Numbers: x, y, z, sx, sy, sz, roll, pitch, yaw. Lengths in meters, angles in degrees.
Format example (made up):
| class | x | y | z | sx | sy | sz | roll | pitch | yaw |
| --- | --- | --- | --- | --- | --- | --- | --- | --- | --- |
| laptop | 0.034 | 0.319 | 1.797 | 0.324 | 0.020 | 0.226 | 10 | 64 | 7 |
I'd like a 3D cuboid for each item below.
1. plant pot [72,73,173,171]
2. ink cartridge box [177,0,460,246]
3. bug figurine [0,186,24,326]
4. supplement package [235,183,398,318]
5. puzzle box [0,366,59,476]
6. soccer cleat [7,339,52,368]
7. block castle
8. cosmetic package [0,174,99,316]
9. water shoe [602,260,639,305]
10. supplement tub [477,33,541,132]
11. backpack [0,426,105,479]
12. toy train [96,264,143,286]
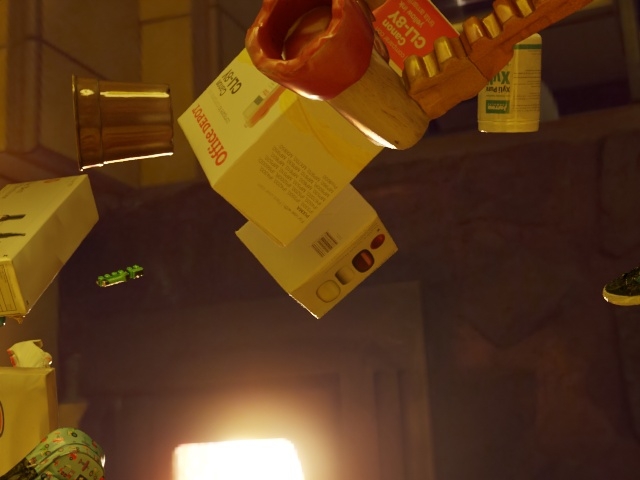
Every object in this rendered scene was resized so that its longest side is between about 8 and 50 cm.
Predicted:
| class | x | y | z | sx | sy | sz | roll | pitch | yaw |
| --- | --- | --- | --- | --- | --- | --- | --- | --- | --- |
| plant pot | -0.342 | -0.207 | 1.691 | 0.167 | 0.165 | 0.167 | 177 | -90 | -79 |
| ink cartridge box | -0.007 | -0.219 | 1.412 | 0.160 | 0.385 | 0.279 | 39 | 9 | -31 |
| bug figurine | -0.546 | 0.030 | 1.658 | 0.279 | 0.072 | 0.216 | 102 | 0 | -61 |
| supplement package | 0.000 | 0.000 | 1.645 | 0.149 | 0.194 | 0.203 | 49 | 0 | 22 |
| puzzle box | -0.639 | 0.446 | 1.895 | 0.052 | 0.272 | 0.409 | -45 | 136 | -79 |
| soccer cleat | -0.577 | 0.264 | 1.977 | 0.196 | 0.076 | 0.068 | 45 | -30 | 46 |
| block castle | 0.058 | -0.330 | 0.774 | 0.213 | 0.303 | 0.453 | 36 | 32 | -46 |
| cosmetic package | -0.306 | 0.001 | 0.976 | 0.239 | 0.098 | 0.061 | -82 | 166 | -68 |
| water shoe | 0.510 | 0.036 | 1.448 | 0.080 | 0.203 | 0.073 | 60 | 38 | -15 |
| supplement tub | 0.211 | -0.176 | 1.085 | 0.071 | 0.071 | 0.107 | -27 | 117 | -70 |
| backpack | -0.437 | 0.413 | 1.639 | 0.173 | 0.117 | 0.158 | -45 | 127 | -14 |
| toy train | -0.327 | 0.060 | 1.594 | 0.083 | 0.023 | 0.017 | -20 | 121 | -40 |
